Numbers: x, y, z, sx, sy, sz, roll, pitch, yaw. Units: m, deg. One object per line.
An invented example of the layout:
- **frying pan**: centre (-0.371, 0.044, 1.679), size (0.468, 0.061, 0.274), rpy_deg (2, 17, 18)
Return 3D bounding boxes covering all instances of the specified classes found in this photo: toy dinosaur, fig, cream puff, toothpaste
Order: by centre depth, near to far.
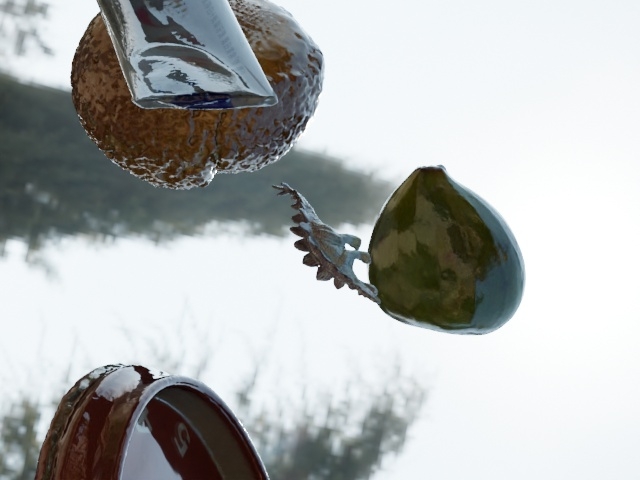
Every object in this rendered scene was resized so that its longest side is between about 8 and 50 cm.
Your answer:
- **toothpaste**: centre (-0.101, -0.157, 0.882), size (0.323, 0.100, 0.066), rpy_deg (71, 19, -64)
- **toy dinosaur**: centre (0.001, -0.002, 1.676), size (0.209, 0.082, 0.039), rpy_deg (52, -60, 32)
- **cream puff**: centre (-0.153, -0.177, 1.799), size (0.303, 0.303, 0.212), rpy_deg (-108, -151, -50)
- **fig**: centre (0.161, 0.009, 1.903), size (0.203, 0.203, 0.225), rpy_deg (-145, -132, -64)

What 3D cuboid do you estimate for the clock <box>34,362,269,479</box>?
- **clock**: centre (-0.097, 0.233, 0.959), size (0.080, 0.318, 0.318), rpy_deg (-13, -124, 16)
